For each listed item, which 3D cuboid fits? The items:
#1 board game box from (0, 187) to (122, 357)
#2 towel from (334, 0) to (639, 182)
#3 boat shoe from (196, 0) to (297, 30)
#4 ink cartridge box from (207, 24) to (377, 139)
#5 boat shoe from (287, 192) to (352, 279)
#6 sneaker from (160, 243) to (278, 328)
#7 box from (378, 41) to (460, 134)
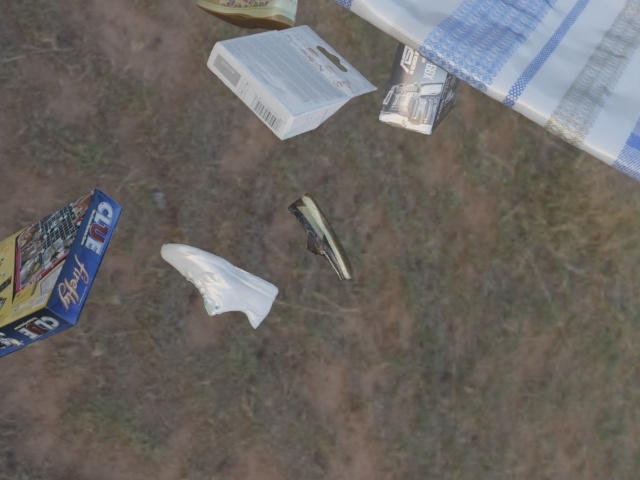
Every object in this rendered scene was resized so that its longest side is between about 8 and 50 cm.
[{"bbox_3d":[-0.340,0.050,1.093,0.042,0.243,0.165,39,47,-32],"label":"board game box"},{"bbox_3d":[0.161,-0.151,0.670,0.285,0.034,0.209,33,44,8],"label":"towel"},{"bbox_3d":[-0.153,-0.511,2.034,0.104,0.285,0.089,15,93,-52],"label":"boat shoe"},{"bbox_3d":[-0.043,-0.259,1.507,0.181,0.056,0.224,45,38,16],"label":"ink cartridge box"},{"bbox_3d":[0.000,0.000,1.474,0.152,0.049,0.056,62,9,15],"label":"boat shoe"},{"bbox_3d":[-0.182,0.077,1.593,0.212,0.080,0.094,26,80,-7],"label":"sneaker"},{"bbox_3d":[0.172,-0.312,1.263,0.242,0.076,0.307,-48,154,-67],"label":"box"}]
